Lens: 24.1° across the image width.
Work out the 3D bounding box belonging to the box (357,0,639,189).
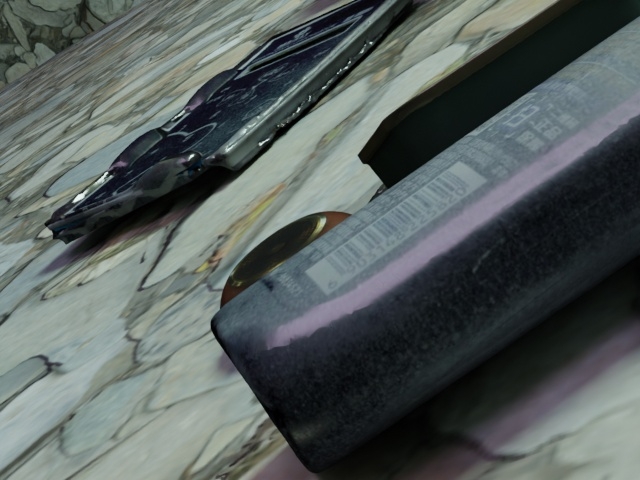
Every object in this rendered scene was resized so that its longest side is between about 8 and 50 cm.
[{"bbox_3d":[0.060,-0.046,0.496,0.091,0.031,0.126,-34,-1,-5],"label":"box"}]

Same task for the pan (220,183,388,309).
[{"bbox_3d":[0.000,-0.001,0.545,0.068,0.023,0.115,-24,16,35],"label":"pan"}]

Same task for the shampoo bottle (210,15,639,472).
[{"bbox_3d":[0.079,-0.025,0.397,0.234,0.049,0.087,-35,8,-6],"label":"shampoo bottle"}]

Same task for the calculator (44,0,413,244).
[{"bbox_3d":[-0.046,-0.089,0.941,0.166,0.028,0.274,-20,19,42],"label":"calculator"}]
